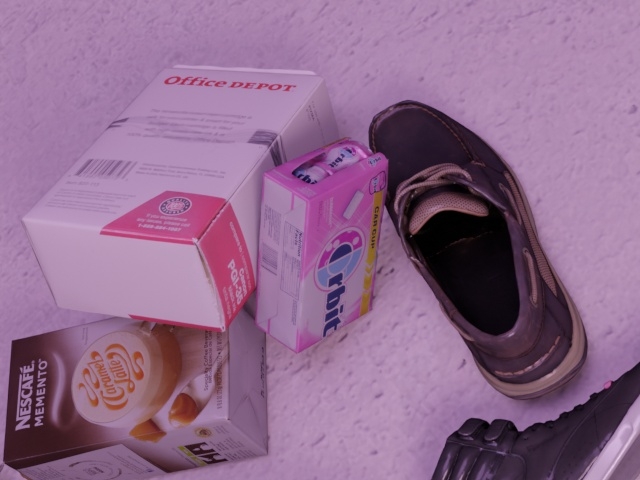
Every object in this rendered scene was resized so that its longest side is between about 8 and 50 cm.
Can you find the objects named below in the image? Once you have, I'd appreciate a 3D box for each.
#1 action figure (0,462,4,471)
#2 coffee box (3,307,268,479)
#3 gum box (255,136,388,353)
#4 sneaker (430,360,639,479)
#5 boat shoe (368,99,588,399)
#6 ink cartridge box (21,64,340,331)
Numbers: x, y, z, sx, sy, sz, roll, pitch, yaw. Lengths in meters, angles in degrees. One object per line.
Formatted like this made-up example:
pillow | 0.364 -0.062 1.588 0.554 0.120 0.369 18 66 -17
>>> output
action figure | -0.450 0.299 1.522 0.285 0.099 0.185 -31 49 3
coffee box | -0.183 0.156 1.464 0.246 0.098 0.141 -14 58 18
gum box | 0.000 0.000 1.389 0.062 0.188 0.107 32 43 33
sneaker | 0.201 0.169 1.271 0.147 0.104 0.296 36 88 29
boat shoe | 0.137 -0.018 1.382 0.132 0.130 0.355 -34 53 5
ink cartridge box | -0.127 -0.051 1.471 0.207 0.117 0.283 6 40 28
